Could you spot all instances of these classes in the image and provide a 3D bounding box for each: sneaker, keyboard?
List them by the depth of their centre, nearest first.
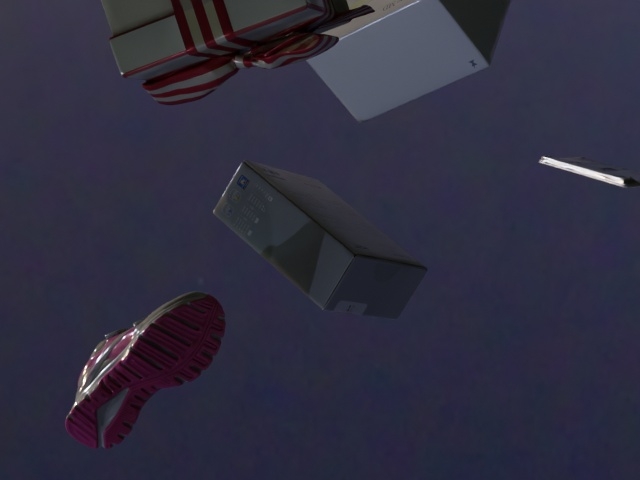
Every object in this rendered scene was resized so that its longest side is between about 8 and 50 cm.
[{"bbox_3d":[-0.228,0.144,2.119,0.252,0.103,0.111,-40,-150,11],"label":"sneaker"},{"bbox_3d":[0.383,-0.093,2.269,0.072,0.014,0.256,2,-170,-19],"label":"keyboard"}]

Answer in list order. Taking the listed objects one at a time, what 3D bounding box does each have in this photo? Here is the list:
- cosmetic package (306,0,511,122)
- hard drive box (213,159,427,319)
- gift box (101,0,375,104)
[{"bbox_3d":[0.126,-0.307,2.253,0.224,0.138,0.224,-22,-147,36],"label":"cosmetic package"},{"bbox_3d":[0.000,0.000,2.244,0.232,0.089,0.181,40,-164,33],"label":"hard drive box"},{"bbox_3d":[-0.103,-0.308,1.899,0.255,0.258,0.276,-19,178,19],"label":"gift box"}]
